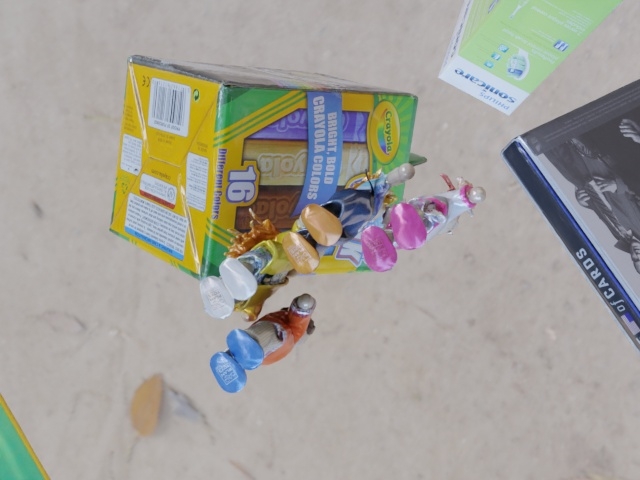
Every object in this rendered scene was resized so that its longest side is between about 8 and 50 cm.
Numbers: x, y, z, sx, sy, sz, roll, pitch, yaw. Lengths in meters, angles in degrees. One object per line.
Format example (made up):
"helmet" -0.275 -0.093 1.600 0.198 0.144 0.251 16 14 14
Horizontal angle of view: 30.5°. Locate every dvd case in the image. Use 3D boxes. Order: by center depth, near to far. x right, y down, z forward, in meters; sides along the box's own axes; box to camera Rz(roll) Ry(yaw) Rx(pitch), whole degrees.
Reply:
"dvd case" 0.245 0.006 0.735 0.238 0.179 0.029 58 149 12

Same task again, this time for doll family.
"doll family" 0.000 0.000 0.945 0.263 0.163 0.118 -38 86 22

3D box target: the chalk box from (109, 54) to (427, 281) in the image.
"chalk box" -0.031 -0.072 1.144 0.180 0.289 0.179 23 108 50

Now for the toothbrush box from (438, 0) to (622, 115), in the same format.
"toothbrush box" 0.288 -0.332 1.531 0.122 0.206 0.283 27 146 -11

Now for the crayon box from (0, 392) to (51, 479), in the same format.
"crayon box" -0.173 0.007 0.356 0.165 0.081 0.278 38 153 42
